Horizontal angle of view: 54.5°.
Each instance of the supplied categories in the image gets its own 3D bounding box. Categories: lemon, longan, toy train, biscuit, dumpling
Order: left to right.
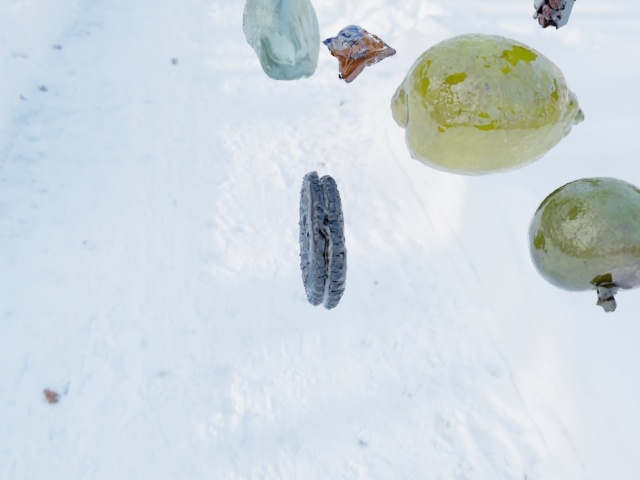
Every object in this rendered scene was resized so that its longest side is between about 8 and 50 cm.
[{"bbox_3d":[-0.072,-0.367,1.065,0.108,0.152,0.219,4,72,22],"label":"dumpling"},{"bbox_3d":[0.000,0.000,0.856,0.053,0.194,0.194,-1,36,-7],"label":"biscuit"},{"bbox_3d":[0.303,-0.252,1.166,0.316,0.285,0.285,-15,23,30],"label":"lemon"},{"bbox_3d":[0.400,-0.434,1.016,0.053,0.249,0.085,-23,76,-1],"label":"toy train"},{"bbox_3d":[0.329,0.006,0.735,0.145,0.155,0.176,31,46,-44],"label":"longan"}]

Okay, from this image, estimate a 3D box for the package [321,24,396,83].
[{"bbox_3d":[0.045,-0.254,0.835,0.077,0.033,0.110,-24,53,-15],"label":"package"}]
